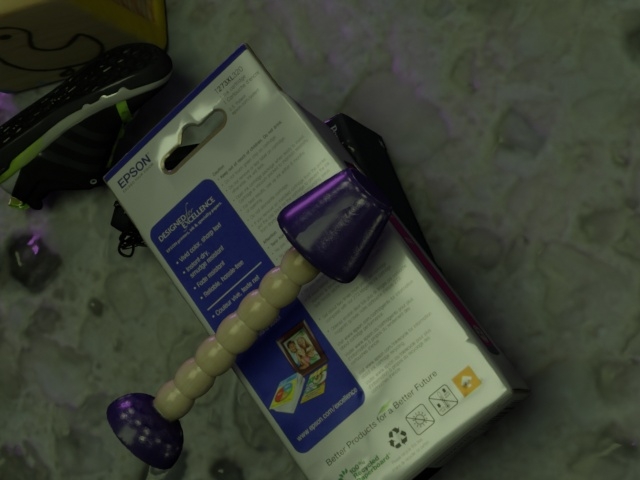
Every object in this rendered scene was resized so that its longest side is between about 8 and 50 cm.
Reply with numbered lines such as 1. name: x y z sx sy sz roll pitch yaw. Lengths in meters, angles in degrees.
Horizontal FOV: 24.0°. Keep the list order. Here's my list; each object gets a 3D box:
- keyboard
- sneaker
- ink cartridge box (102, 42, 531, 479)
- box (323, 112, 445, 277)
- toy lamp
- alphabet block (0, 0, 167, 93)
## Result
1. keyboard: -0.156 -0.038 1.367 0.192 0.038 0.100 -6 72 62
2. sneaker: -0.220 -0.104 1.446 0.235 0.097 0.084 -27 30 25
3. ink cartridge box: -0.011 0.033 1.217 0.176 0.069 0.371 -42 71 14
4. box: 0.000 0.000 1.307 0.158 0.093 0.156 -30 68 17
5. toy lamp: -0.053 0.057 1.159 0.274 0.080 0.080 -45 64 13
6. alphabet block: -0.283 -0.271 1.447 0.197 0.192 0.193 -12 77 25
